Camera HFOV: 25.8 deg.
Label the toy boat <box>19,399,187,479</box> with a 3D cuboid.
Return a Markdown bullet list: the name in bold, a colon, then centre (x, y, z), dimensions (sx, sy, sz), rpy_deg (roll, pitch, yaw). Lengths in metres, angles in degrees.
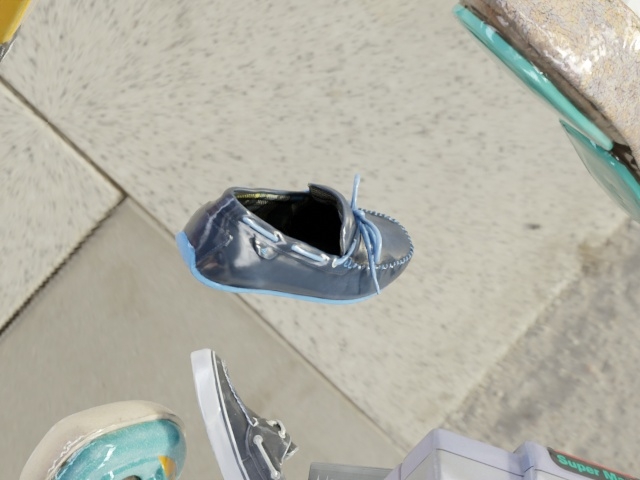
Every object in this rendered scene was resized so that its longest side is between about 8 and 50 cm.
- **toy boat**: centre (-0.287, 0.347, 1.790), dimensions (0.148, 0.267, 0.318), rpy_deg (43, 113, 23)

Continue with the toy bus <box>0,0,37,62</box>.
- **toy bus**: centre (-0.210, -0.240, 0.944), dimensions (0.108, 0.332, 0.130), rpy_deg (32, 54, -12)

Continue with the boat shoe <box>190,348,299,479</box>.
- **boat shoe**: centre (-0.079, 0.272, 1.786), dimensions (0.102, 0.108, 0.301), rpy_deg (-21, 80, -3)

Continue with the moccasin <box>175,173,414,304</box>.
- **moccasin**: centre (0.000, 0.000, 1.574), dimensions (0.117, 0.342, 0.138), rpy_deg (-51, 62, 31)

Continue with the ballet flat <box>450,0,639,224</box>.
- **ballet flat**: centre (0.165, -0.096, 0.757), dimensions (0.106, 0.316, 0.107), rpy_deg (-48, 61, 6)

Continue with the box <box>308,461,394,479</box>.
- **box**: centre (0.039, 0.278, 1.149), dimensions (0.059, 0.232, 0.183), rpy_deg (11, 79, -18)

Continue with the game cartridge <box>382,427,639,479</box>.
- **game cartridge**: centre (0.165, 0.233, 0.844), dimensions (0.355, 0.068, 0.230), rpy_deg (21, 127, -20)
